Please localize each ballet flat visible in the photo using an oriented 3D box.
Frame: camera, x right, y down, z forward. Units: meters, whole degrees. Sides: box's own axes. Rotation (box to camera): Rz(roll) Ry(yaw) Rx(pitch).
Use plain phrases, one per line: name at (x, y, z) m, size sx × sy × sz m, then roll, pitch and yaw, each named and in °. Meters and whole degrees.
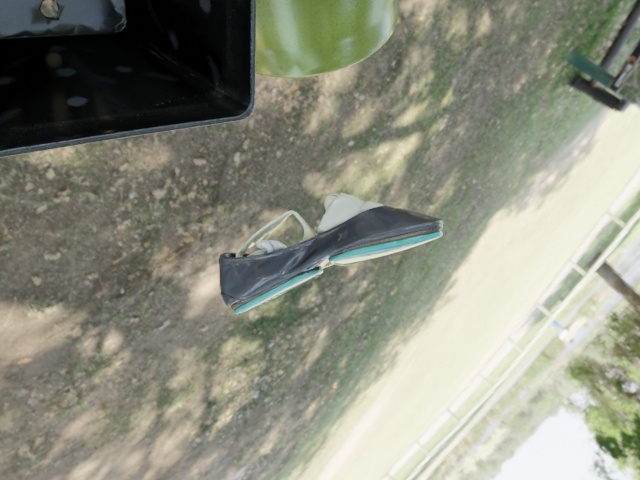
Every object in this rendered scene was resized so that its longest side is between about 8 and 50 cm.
ballet flat at (0.000, 0.000, 0.507) m, size 0.203 × 0.074 × 0.074 m, roll -22°, pitch 158°, yaw 13°

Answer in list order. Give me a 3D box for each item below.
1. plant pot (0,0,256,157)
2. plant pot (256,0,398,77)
plant pot at (-0.166, -0.185, 0.395) m, size 0.188 × 0.167 × 0.188 m, roll -18°, pitch 127°, yaw -33°
plant pot at (-0.038, -0.390, 0.646) m, size 0.366 × 0.366 × 0.353 m, roll -35°, pitch 145°, yaw -18°
